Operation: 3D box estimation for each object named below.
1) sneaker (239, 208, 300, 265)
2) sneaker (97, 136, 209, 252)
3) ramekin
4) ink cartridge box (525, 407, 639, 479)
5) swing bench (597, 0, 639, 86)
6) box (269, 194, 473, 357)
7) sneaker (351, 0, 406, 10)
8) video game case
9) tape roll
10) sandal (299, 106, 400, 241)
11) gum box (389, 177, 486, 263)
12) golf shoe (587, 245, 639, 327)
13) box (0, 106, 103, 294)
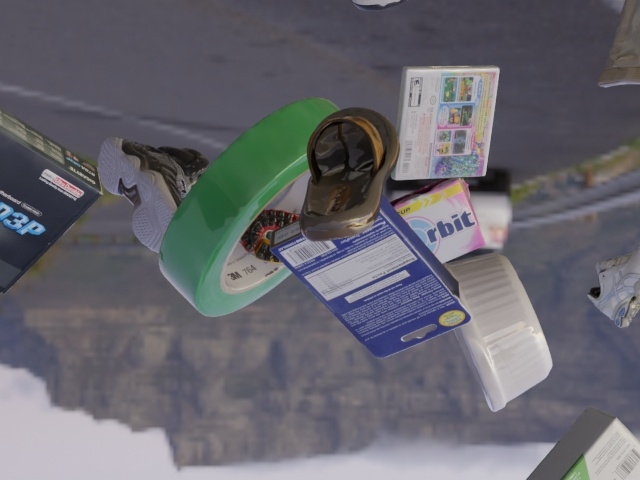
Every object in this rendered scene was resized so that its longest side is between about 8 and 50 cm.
[{"bbox_3d":[0.000,0.000,1.809,0.225,0.088,0.093,13,178,-12],"label":"sneaker"},{"bbox_3d":[-0.224,-0.074,2.081,0.153,0.101,0.268,-4,-143,-37],"label":"sneaker"},{"bbox_3d":[0.299,0.145,2.341,0.127,0.273,0.273,-23,179,1],"label":"ramekin"},{"bbox_3d":[0.426,0.369,1.970,0.208,0.153,0.087,45,171,-15],"label":"ink cartridge box"},{"bbox_3d":[0.547,-0.289,1.878,0.254,0.253,0.165,24,168,-34],"label":"swing bench"},{"bbox_3d":[0.062,0.040,1.535,0.136,0.036,0.225,-25,128,23],"label":"box"},{"bbox_3d":[0.126,-0.389,1.755,0.234,0.084,0.097,-28,128,18],"label":"sneaker"},{"bbox_3d":[0.170,-0.161,1.856,0.143,0.157,0.019,-4,-158,-23],"label":"video game case"},{"bbox_3d":[-0.068,-0.041,1.783,0.077,0.321,0.321,43,-165,17],"label":"tape roll"},{"bbox_3d":[0.016,-0.073,1.200,0.090,0.060,0.219,-12,-152,18],"label":"sandal"},{"bbox_3d":[0.145,-0.014,2.007,0.188,0.107,0.062,-23,-170,3],"label":"gum box"},{"bbox_3d":[0.439,0.048,1.972,0.086,0.176,0.069,32,-135,18],"label":"golf shoe"},{"bbox_3d":[-0.369,-0.058,1.426,0.220,0.175,0.051,35,-158,-35],"label":"box"}]
